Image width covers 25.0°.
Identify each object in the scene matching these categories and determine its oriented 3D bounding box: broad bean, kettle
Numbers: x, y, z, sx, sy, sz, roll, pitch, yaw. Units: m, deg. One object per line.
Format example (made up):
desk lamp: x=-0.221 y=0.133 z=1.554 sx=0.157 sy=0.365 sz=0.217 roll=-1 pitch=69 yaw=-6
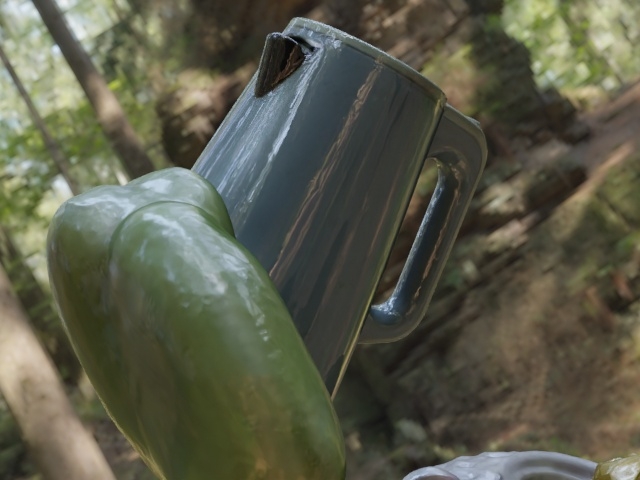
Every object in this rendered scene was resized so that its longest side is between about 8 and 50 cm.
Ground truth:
broad bean: x=-0.066 y=0.060 z=0.733 sx=0.100 sy=0.228 sz=0.169 roll=-17 pitch=-56 yaw=-20
kettle: x=0.000 y=0.000 z=0.931 sx=0.210 sy=0.160 sz=0.243 roll=28 pitch=-91 yaw=-33

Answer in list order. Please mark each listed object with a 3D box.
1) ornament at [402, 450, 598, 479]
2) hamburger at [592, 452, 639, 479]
ornament: x=0.154 y=0.327 z=1.063 sx=0.337 sy=0.337 sz=0.337 roll=-28 pitch=-18 yaw=-10
hamburger: x=0.194 y=0.208 z=0.477 sx=0.158 sy=0.319 sz=0.318 roll=-26 pitch=-16 yaw=-50
